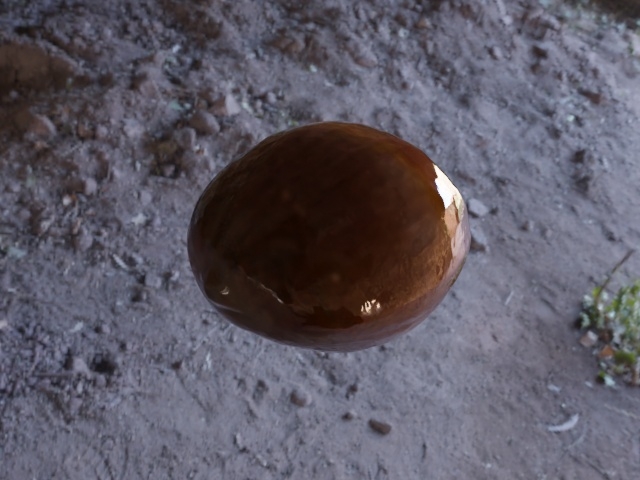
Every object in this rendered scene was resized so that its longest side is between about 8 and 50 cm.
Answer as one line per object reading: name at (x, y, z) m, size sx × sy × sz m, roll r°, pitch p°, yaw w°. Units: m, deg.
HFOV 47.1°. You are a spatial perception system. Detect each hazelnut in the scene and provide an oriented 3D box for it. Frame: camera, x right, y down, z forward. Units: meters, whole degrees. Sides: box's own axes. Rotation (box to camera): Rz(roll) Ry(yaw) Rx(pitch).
hazelnut at (0.000, 0.000, 0.564) m, size 0.214 × 0.176 × 0.214 m, roll -10°, pitch 14°, yaw 3°
